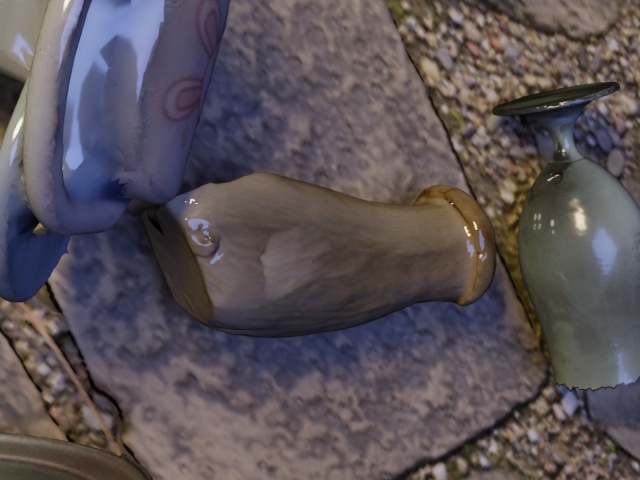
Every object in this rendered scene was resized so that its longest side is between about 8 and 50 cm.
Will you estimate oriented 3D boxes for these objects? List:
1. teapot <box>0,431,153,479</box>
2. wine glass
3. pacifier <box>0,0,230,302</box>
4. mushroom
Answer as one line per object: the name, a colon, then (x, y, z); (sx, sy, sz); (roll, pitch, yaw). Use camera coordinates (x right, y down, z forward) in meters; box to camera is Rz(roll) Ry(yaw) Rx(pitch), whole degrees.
teapot: (-0.179, 0.272, 0.775); (0.315, 0.233, 0.312); (-12, 109, -54)
wine glass: (0.180, -0.002, 0.983); (0.093, 0.093, 0.202); (-17, 99, -25)
pacifier: (-0.167, -0.114, 0.749); (0.225, 0.238, 0.287); (14, 98, 5)
mushroom: (-0.006, 0.009, 0.886); (0.247, 0.096, 0.108); (4, 110, -35)
